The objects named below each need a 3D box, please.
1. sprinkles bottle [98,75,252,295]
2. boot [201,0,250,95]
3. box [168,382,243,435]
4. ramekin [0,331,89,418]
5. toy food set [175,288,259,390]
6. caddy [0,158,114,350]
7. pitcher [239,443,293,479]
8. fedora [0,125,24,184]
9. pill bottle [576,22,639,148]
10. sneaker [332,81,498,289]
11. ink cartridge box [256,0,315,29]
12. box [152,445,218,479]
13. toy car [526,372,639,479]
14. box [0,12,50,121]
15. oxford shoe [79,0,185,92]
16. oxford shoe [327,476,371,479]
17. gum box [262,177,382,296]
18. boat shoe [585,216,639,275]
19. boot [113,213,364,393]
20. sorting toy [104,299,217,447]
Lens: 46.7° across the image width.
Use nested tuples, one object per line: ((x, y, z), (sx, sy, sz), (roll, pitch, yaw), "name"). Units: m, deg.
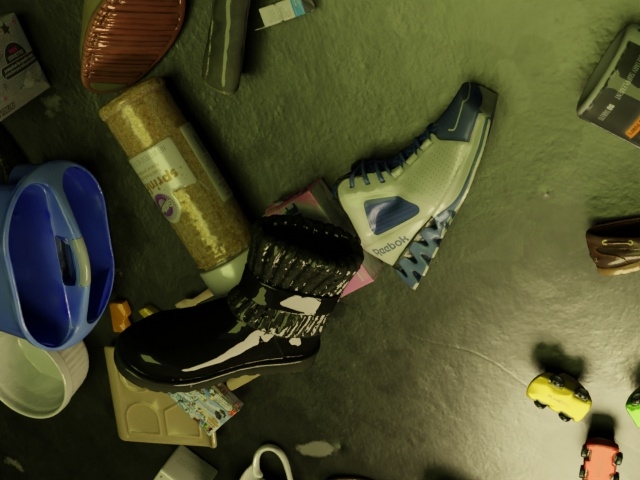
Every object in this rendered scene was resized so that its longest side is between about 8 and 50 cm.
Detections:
((-0.214, -0.085, 1.204), (0.121, 0.121, 0.356), (-24, 103, 28), "sprinkles bottle")
((-0.124, -0.308, 1.045), (0.076, 0.190, 0.209), (11, 114, -18), "boot")
((-0.225, 0.292, 1.402), (0.137, 0.027, 0.094), (46, 115, -2), "box")
((-0.570, 0.245, 1.500), (0.207, 0.109, 0.207), (9, 117, 17), "ramekin")
((-0.166, 0.168, 1.360), (0.132, 0.038, 0.192), (-29, 96, 22), "toy food set")
((-0.473, 0.023, 1.285), (0.179, 0.241, 0.342), (10, 118, 23), "caddy")
((-0.081, 0.519, 1.452), (0.207, 0.125, 0.178), (40, 106, 12), "pitcher")
((-0.701, -0.100, 1.336), (0.334, 0.334, 0.152), (53, 153, -9), "fedora")
((0.457, -0.157, 0.914), (0.245, 0.130, 0.131), (28, 121, 5), "pill bottle")
((0.119, -0.087, 1.075), (0.182, 0.127, 0.316), (24, 122, 6), "sneaker")
((-0.055, -0.332, 1.068), (0.083, 0.048, 0.028), (-12, 110, 24), "ink cartridge box")
((-0.288, 0.500, 1.528), (0.101, 0.087, 0.102), (36, 121, 1), "box")
((0.470, 0.271, 1.158), (0.225, 0.053, 0.239), (-28, 103, 28), "toy car")
((-0.585, -0.249, 1.179), (0.163, 0.247, 0.142), (-6, 122, 23), "box")
((-0.281, -0.398, 1.099), (0.147, 0.140, 0.397), (55, 130, 26), "oxford shoe")
((0.096, 0.507, 1.397), (0.212, 0.076, 0.076), (11, 119, 17), "oxford shoe")
((0.000, 0.000, 1.197), (0.107, 0.062, 0.188), (-30, 102, 29), "gum box")
((0.471, -0.009, 1.012), (0.206, 0.073, 0.073), (-17, 109, 26), "boat shoe")
((-0.124, 0.088, 1.103), (0.131, 0.347, 0.260), (63, 146, 37), "boot")
((-0.318, 0.262, 1.459), (0.228, 0.041, 0.308), (2, 108, 16), "sorting toy")
